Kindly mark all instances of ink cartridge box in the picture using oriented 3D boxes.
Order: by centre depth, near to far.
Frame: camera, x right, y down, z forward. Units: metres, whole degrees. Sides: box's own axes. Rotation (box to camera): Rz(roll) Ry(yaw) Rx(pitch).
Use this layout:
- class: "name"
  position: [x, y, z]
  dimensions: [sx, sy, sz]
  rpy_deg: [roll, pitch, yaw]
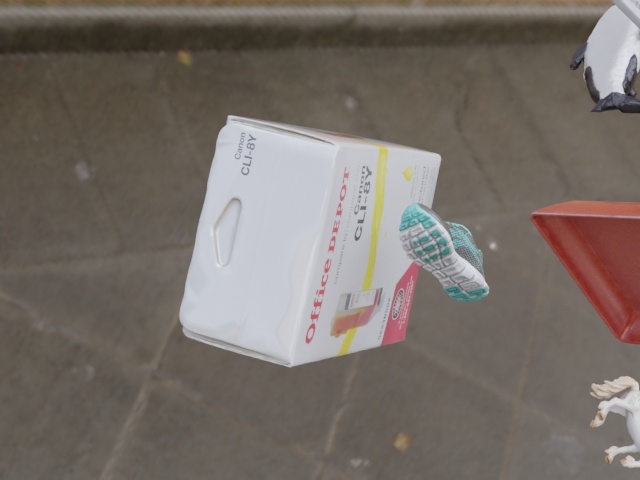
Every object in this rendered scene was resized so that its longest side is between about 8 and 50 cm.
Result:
- class: "ink cartridge box"
  position: [0.000, 0.000, 1.798]
  dimensions: [0.160, 0.279, 0.385]
  rpy_deg: [14, 7, 23]

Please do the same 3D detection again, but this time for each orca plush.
- class: "orca plush"
  position: [0.495, -0.267, 2.227]
  dimensions: [0.102, 0.151, 0.287]
  rpy_deg: [47, 21, -26]

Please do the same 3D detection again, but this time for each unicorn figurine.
- class: "unicorn figurine"
  position: [0.414, 0.253, 1.815]
  dimensions: [0.111, 0.060, 0.162]
  rpy_deg: [-19, 102, -27]

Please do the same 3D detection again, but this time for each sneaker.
- class: "sneaker"
  position: [0.151, 0.003, 1.704]
  dimensions: [0.166, 0.065, 0.076]
  rpy_deg: [50, 36, -36]

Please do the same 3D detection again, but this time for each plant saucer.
- class: "plant saucer"
  position: [0.404, 0.037, 1.587]
  dimensions: [0.259, 0.258, 0.047]
  rpy_deg: [48, 60, -35]

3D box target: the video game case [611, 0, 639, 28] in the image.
- class: "video game case"
  position: [0.439, -0.396, 1.994]
  dimensions: [0.157, 0.019, 0.143]
  rpy_deg: [39, 57, -22]
